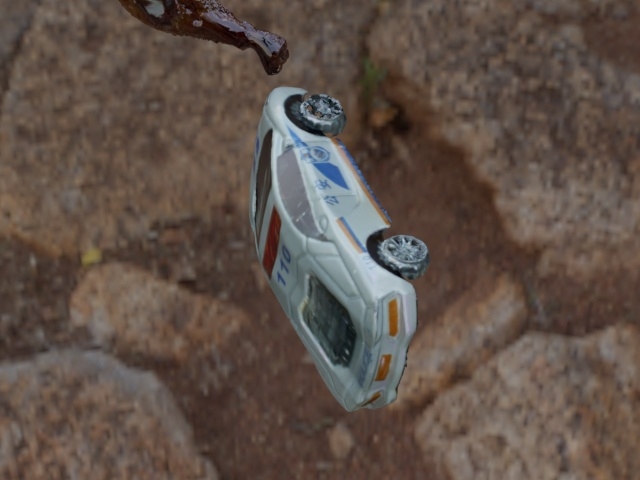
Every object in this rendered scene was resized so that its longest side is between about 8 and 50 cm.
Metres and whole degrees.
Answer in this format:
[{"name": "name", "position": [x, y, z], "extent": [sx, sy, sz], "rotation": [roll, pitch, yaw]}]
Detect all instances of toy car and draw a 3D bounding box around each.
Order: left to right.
[{"name": "toy car", "position": [0.000, 0.000, 0.944], "extent": [0.056, 0.095, 0.205], "rotation": [-8, 44, -22]}]

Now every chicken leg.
[{"name": "chicken leg", "position": [-0.112, -0.193, 1.256], "extent": [0.089, 0.219, 0.048], "rotation": [-25, 17, 35]}]
